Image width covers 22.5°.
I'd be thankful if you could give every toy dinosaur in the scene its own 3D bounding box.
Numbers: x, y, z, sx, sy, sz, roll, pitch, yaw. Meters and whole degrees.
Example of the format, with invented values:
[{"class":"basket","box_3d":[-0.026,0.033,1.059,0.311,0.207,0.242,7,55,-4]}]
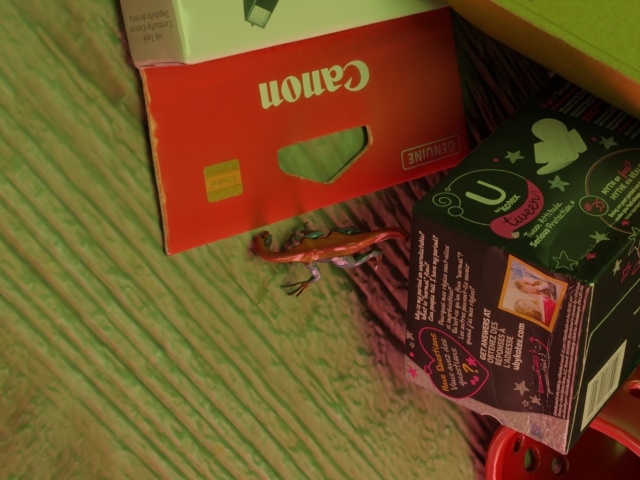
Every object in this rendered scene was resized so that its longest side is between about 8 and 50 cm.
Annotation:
[{"class":"toy dinosaur","box_3d":[0.000,0.000,1.097,0.082,0.090,0.047,-1,66,-33]}]

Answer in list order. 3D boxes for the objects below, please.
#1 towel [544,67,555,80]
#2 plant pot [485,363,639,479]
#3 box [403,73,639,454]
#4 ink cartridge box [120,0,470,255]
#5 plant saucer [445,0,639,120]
[{"class":"towel","box_3d":[0.305,-0.128,1.312,0.235,0.121,0.284,-34,114,-33]},{"class":"plant pot","box_3d":[0.248,0.165,1.240,0.174,0.191,0.191,-39,116,-41]},{"class":"box","box_3d":[0.179,0.002,1.149,0.247,0.142,0.163,-41,144,-40]},{"class":"ink cartridge box","box_3d":[0.005,-0.149,1.093,0.296,0.066,0.261,-19,104,-38]},{"class":"plant saucer","box_3d":[0.266,-0.187,1.143,0.332,0.081,0.333,31,53,8]}]
